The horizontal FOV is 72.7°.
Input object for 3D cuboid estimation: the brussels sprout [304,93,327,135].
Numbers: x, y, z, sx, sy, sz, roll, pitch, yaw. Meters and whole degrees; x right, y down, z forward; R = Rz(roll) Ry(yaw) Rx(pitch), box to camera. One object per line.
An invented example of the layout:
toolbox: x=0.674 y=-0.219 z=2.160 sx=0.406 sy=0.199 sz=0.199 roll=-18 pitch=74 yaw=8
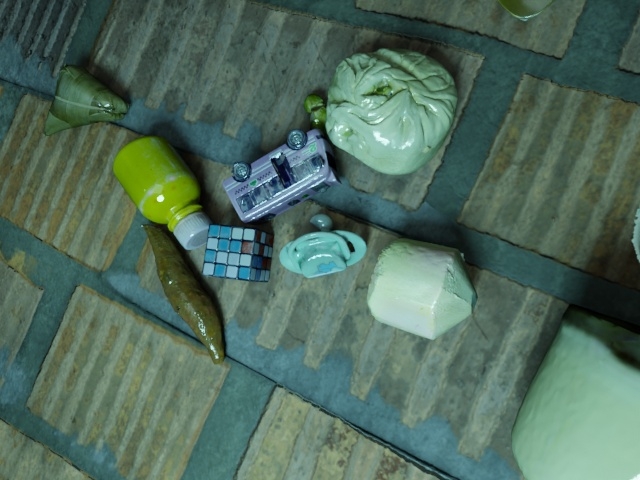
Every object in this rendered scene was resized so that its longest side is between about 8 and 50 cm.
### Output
brussels sprout: x=-0.007 y=-0.233 z=0.796 sx=0.046 sy=0.051 sz=0.083 roll=-21 pitch=78 yaw=-16

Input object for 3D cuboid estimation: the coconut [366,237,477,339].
coconut: x=0.161 y=0.075 z=0.669 sx=0.153 sy=0.147 sz=0.147 roll=13 pitch=87 yaw=22

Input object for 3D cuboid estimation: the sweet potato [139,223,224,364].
sweet potato: x=-0.261 y=0.089 z=0.815 sx=0.066 sy=0.072 sz=0.314 roll=-41 pitch=78 yaw=22

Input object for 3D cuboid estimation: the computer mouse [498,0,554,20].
computer mouse: x=0.389 y=-0.459 z=0.723 sx=0.199 sy=0.045 sz=0.102 roll=-40 pitch=78 yaw=8

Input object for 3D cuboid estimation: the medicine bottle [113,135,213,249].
medicine bottle: x=-0.281 y=-0.083 z=0.813 sx=0.122 sy=0.122 sz=0.212 roll=-41 pitch=76 yaw=7

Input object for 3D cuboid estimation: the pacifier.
pacifier: x=0.000 y=0.000 z=0.746 sx=0.150 sy=0.127 sz=0.116 roll=-17 pitch=55 yaw=19

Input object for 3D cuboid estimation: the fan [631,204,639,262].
fan: x=0.630 y=-0.034 z=0.628 sx=0.329 sy=0.009 sz=0.190 roll=-22 pitch=78 yaw=12

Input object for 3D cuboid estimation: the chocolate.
chocolate: x=0.407 y=0.258 z=0.510 sx=0.326 sy=0.314 sz=0.297 roll=18 pitch=97 yaw=12

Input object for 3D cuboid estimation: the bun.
bun: x=0.111 y=-0.223 z=0.719 sx=0.229 sy=0.145 sz=0.229 roll=-2 pitch=82 yaw=18

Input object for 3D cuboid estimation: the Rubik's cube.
Rubik's cube: x=-0.145 y=0.024 z=0.780 sx=0.092 sy=0.092 sz=0.092 roll=6 pitch=85 yaw=15

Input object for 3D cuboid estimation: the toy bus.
toy bus: x=-0.065 y=-0.110 z=0.774 sx=0.199 sy=0.096 sz=0.108 roll=-27 pitch=82 yaw=12

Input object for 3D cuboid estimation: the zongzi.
zongzi: x=-0.503 y=-0.260 z=0.920 sx=0.160 sy=0.078 sz=0.176 roll=37 pitch=103 yaw=15
